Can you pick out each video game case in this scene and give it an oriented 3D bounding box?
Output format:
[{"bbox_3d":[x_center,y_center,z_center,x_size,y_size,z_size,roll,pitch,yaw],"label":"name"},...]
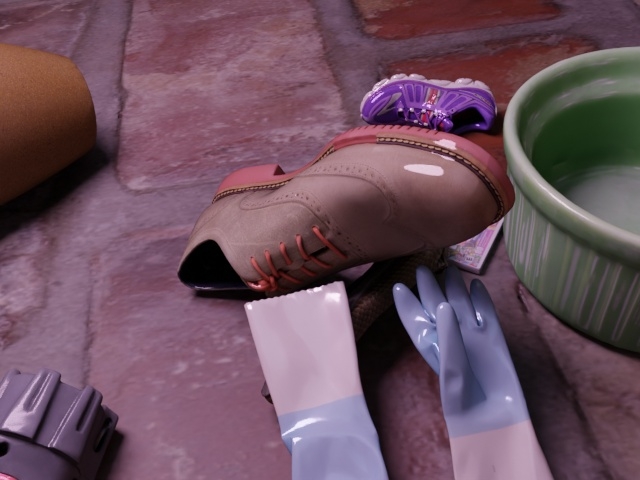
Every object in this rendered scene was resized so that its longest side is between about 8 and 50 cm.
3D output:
[{"bbox_3d":[0.124,-0.014,0.697,0.122,0.011,0.087,18,49,22],"label":"video game case"}]

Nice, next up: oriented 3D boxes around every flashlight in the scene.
[{"bbox_3d":[-0.243,0.225,0.424,0.103,0.103,0.304,2,46,11],"label":"flashlight"}]

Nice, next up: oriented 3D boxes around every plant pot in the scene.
[{"bbox_3d":[-0.394,-0.127,0.732,0.254,0.237,0.237,-21,45,-36],"label":"plant pot"}]

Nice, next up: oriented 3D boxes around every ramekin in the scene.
[{"bbox_3d":[0.317,-0.039,0.607,0.304,0.148,0.303,-3,45,3],"label":"ramekin"}]

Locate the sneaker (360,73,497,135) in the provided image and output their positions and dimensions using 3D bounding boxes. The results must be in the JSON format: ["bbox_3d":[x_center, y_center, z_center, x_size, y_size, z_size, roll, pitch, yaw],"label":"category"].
[{"bbox_3d":[0.134,-0.161,0.809,0.170,0.068,0.071,-2,50,2],"label":"sneaker"}]

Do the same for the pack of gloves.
[{"bbox_3d":[0.062,0.126,0.475,0.195,0.046,0.232,-12,68,-8],"label":"pack of gloves"}]

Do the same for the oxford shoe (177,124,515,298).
[{"bbox_3d":[0.000,0.000,0.557,0.348,0.123,0.130,-10,39,51],"label":"oxford shoe"}]

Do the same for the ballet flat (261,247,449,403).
[{"bbox_3d":[0.044,0.063,0.592,0.058,0.084,0.250,51,56,-8],"label":"ballet flat"}]
